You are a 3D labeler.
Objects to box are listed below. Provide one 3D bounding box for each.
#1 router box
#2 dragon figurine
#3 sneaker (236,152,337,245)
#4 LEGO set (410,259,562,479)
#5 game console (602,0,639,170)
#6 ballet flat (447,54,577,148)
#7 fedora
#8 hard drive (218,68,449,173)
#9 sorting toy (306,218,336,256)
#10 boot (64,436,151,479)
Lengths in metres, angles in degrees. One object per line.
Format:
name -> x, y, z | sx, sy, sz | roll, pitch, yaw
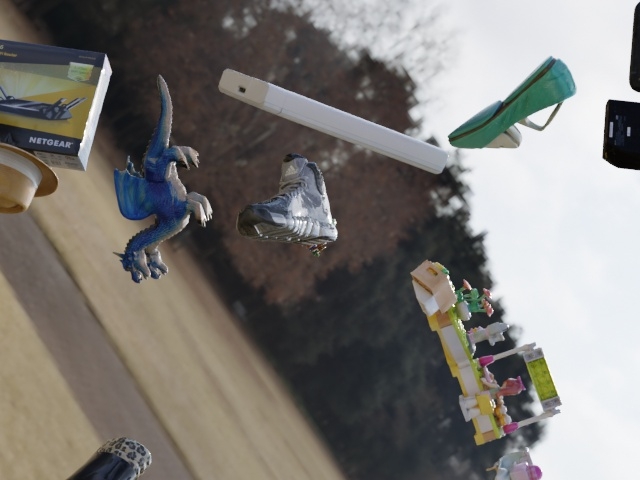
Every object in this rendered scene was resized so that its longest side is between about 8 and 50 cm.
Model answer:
router box -> -0.610, -0.284, 2.402 | 0.081, 0.309, 0.242 | 88, 10, -67
dragon figurine -> -0.243, -0.077, 1.651 | 0.085, 0.144, 0.289 | -76, 153, -72
sneaker -> -0.056, -0.067, 1.715 | 0.229, 0.086, 0.132 | 13, 70, -62
LEGO set -> 0.194, 0.129, 1.293 | 0.132, 0.107, 0.287 | -82, 152, -73
game console -> 0.671, -0.304, 2.279 | 0.044, 0.213, 0.361 | 88, 10, -76
ballet flat -> 0.306, -0.193, 1.841 | 0.087, 0.247, 0.083 | 48, 42, -7
fedora -> -0.546, -0.098, 1.986 | 0.194, 0.194, 0.079 | 58, 36, -58
hard drive -> 0.020, -0.207, 2.022 | 0.353, 0.047, 0.233 | 17, 6, -26
sorting toy -> 0.000, 0.000, 2.078 | 0.042, 0.061, 0.102 | 56, 32, 2
boot -> -0.363, 0.378, 1.701 | 0.236, 0.178, 0.085 | -21, -71, 43
